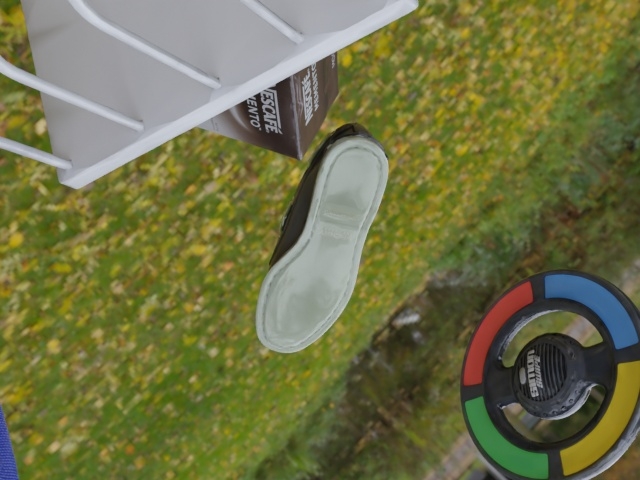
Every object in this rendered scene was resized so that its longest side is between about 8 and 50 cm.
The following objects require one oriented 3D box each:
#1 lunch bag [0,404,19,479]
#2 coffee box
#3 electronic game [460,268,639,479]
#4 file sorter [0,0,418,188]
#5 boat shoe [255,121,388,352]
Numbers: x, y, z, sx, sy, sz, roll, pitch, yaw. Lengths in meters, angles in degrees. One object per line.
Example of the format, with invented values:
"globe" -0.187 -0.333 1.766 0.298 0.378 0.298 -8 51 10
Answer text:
"lunch bag" -0.285 0.098 0.383 0.239 0.385 0.328 -38 133 -4
"coffee box" -0.136 -0.224 1.117 0.168 0.297 0.119 85 28 -55
"electronic game" 0.239 0.140 1.023 0.048 0.229 0.229 22 114 -40
"file sorter" -0.119 -0.190 0.609 0.277 0.193 0.173 -24 160 20
"boat shoe" 0.000 0.000 0.918 0.069 0.081 0.228 -100 -148 -64
